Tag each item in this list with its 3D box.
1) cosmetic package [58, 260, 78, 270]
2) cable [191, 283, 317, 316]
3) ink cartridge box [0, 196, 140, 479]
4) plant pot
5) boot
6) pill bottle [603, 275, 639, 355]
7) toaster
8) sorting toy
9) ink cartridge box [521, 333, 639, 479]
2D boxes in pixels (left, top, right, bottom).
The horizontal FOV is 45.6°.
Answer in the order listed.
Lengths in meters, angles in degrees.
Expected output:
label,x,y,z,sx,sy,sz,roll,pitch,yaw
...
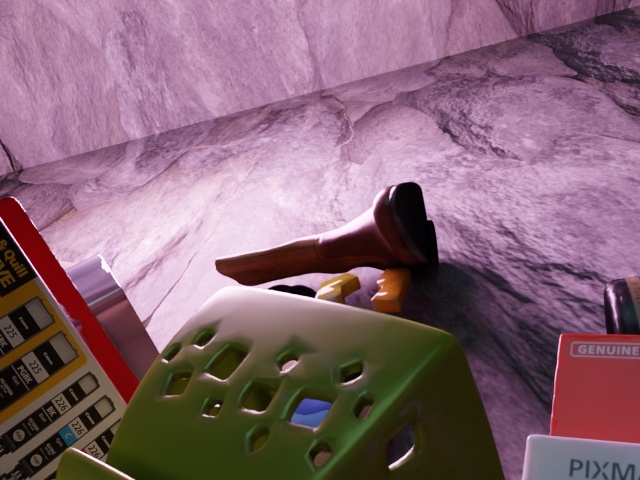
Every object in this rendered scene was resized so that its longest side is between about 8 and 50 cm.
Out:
label,x,y,z,sx,sy,sz,roll,pitch,yaw
cosmetic package,-0.433,0.148,1.019,0.160,0.113,0.309,4,28,40
cable,-0.088,0.096,0.998,0.185,0.047,0.151,3,28,40
ink cartridge box,-0.286,0.125,0.667,0.272,0.309,0.130,-39,10,-39
plant pot,-0.027,0.187,0.511,0.228,0.227,0.207,8,37,44
boot,0.000,0.000,0.973,0.281,0.096,0.264,-7,-5,12
pill bottle,0.360,0.078,0.637,0.219,0.122,0.122,-9,23,16
toaster,-0.264,0.114,0.888,0.110,0.185,0.168,-31,25,-16
sorting toy,-0.010,0.122,0.820,0.229,0.041,0.307,-3,34,23
ink cartridge box,0.273,0.151,0.484,0.275,0.060,0.238,-3,52,29
